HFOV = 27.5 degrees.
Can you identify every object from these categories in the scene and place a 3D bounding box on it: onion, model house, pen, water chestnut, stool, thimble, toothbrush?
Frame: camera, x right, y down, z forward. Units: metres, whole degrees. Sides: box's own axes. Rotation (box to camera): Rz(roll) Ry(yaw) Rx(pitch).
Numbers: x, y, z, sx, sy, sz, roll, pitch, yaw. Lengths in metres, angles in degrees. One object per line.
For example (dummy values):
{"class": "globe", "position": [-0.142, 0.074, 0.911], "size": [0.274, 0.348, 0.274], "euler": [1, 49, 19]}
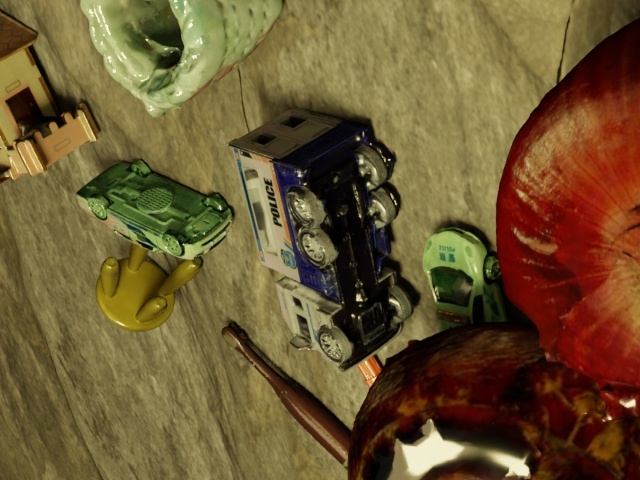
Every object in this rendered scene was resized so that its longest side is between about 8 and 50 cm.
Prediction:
{"class": "onion", "position": [0.314, -0.024, 0.957], "size": [0.341, 0.341, 0.341], "euler": [28, 138, 28]}
{"class": "model house", "position": [-0.482, -0.201, 1.749], "size": [0.326, 0.169, 0.244], "euler": [2, 120, 47]}
{"class": "pen", "position": [0.104, 0.226, 1.613], "size": [0.028, 0.028, 0.239], "euler": [-17, 108, 52]}
{"class": "water chestnut", "position": [0.183, 0.245, 1.280], "size": [0.351, 0.302, 0.350], "euler": [8, 119, 14]}
{"class": "stool", "position": [-0.236, 0.053, 1.749], "size": [0.110, 0.135, 0.134], "euler": [128, 136, -53]}
{"class": "thimble", "position": [-0.148, -0.243, 1.372], "size": [0.185, 0.149, 0.211], "euler": [26, 137, 27]}
{"class": "toothbrush", "position": [-0.002, 0.242, 1.730], "size": [0.364, 0.041, 0.041], "euler": [43, 143, 11]}

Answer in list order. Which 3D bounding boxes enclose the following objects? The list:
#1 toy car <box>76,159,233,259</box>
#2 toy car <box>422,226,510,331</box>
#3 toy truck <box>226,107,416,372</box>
{"class": "toy car", "position": [-0.209, -0.031, 1.670], "size": [0.224, 0.090, 0.076], "euler": [24, 140, 32]}
{"class": "toy car", "position": [0.154, 0.072, 1.401], "size": [0.093, 0.058, 0.186], "euler": [11, 129, 43]}
{"class": "toy truck", "position": [0.000, 0.000, 1.450], "size": [0.155, 0.124, 0.268], "euler": [22, 134, 44]}
